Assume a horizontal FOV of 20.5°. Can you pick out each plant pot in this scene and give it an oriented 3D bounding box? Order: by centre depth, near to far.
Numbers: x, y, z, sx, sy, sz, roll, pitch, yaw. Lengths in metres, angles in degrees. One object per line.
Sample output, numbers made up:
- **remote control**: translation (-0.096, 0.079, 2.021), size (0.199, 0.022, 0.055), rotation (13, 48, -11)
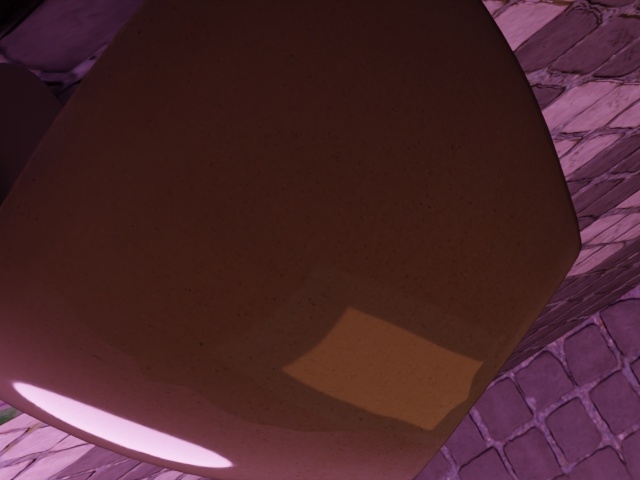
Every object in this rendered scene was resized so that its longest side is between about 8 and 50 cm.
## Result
- **plant pot**: translation (0.000, 0.000, 0.778), size (0.284, 0.191, 0.284), rotation (-53, 175, -6)

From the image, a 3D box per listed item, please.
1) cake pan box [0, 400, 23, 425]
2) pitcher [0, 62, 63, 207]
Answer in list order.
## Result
- **cake pan box**: translation (-0.253, 0.083, 1.025), size (0.246, 0.070, 0.267), rotation (-30, 169, -6)
- **pitcher**: translation (-0.222, 0.016, 0.784), size (0.178, 0.125, 0.207), rotation (4, 135, -43)
